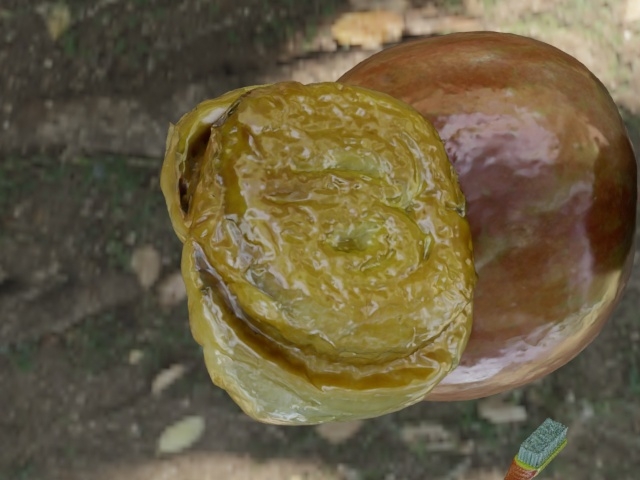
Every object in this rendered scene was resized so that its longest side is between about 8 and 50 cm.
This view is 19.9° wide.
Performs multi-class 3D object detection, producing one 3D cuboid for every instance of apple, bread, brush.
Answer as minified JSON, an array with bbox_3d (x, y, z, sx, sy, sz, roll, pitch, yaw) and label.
[{"bbox_3d":[0.090,-0.012,1.418,0.302,0.301,0.301,0,132,0],"label":"apple"},{"bbox_3d":[0.003,0.000,1.180,0.198,0.236,0.120,-5,159,-26],"label":"bread"},{"bbox_3d":[0.127,0.138,1.129,0.019,0.083,0.021,26,132,24],"label":"brush"}]
